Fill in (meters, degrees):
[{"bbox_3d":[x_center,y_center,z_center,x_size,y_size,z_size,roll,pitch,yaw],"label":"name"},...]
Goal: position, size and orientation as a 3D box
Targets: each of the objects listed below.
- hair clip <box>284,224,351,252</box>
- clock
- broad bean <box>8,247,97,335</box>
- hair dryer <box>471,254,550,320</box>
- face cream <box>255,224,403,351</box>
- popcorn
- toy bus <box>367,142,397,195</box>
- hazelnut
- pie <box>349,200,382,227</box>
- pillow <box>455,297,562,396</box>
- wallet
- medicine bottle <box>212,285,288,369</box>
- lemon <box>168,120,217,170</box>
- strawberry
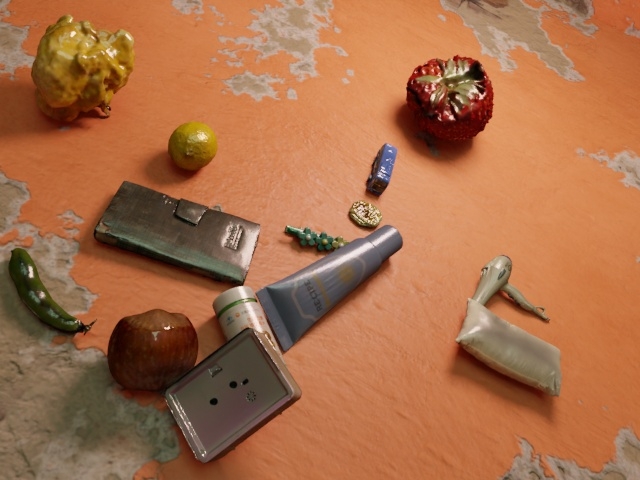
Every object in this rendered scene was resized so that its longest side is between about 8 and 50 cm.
[{"bbox_3d":[0.000,0.001,1.279,0.172,0.049,0.049,15,51,-11],"label":"hair clip"},{"bbox_3d":[-0.146,0.261,0.947,0.192,0.071,0.147,-38,69,1],"label":"clock"},{"bbox_3d":[-0.504,0.099,1.020,0.227,0.039,0.069,40,58,11],"label":"broad bean"},{"bbox_3d":[0.438,0.149,1.330,0.167,0.067,0.199,-33,85,-26],"label":"hair dryer"},{"bbox_3d":[0.035,0.076,1.201,0.385,0.086,0.136,-32,103,-35],"label":"face cream"},{"bbox_3d":[-0.533,-0.378,1.241,0.191,0.254,0.190,30,10,-17],"label":"popcorn"},{"bbox_3d":[0.162,-0.188,1.463,0.051,0.061,0.153,25,48,-7],"label":"toy bus"},{"bbox_3d":[-0.287,0.191,0.972,0.154,0.143,0.143,5,51,-38],"label":"hazelnut"},{"bbox_3d":[0.112,-0.064,1.378,0.084,0.020,0.084,10,52,-12],"label":"pie"},{"bbox_3d":[0.414,0.230,1.228,0.254,0.078,0.144,29,47,0],"label":"pillow"},{"bbox_3d":[-0.292,-0.017,1.180,0.317,0.044,0.169,19,49,-7],"label":"wallet"},{"bbox_3d":[-0.134,0.184,1.059,0.086,0.086,0.183,-14,61,-28],"label":"medicine bottle"},{"bbox_3d":[-0.292,-0.218,1.290,0.109,0.109,0.133,22,34,-3],"label":"lemon"},{"bbox_3d":[0.379,-0.395,1.620,0.261,0.258,0.261,-4,63,8],"label":"strawberry"}]
